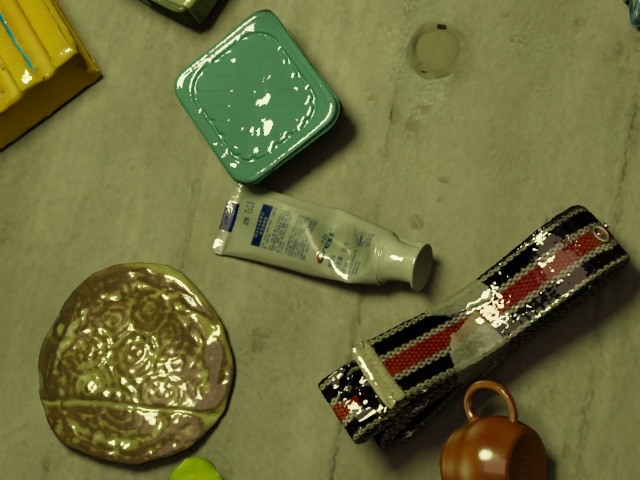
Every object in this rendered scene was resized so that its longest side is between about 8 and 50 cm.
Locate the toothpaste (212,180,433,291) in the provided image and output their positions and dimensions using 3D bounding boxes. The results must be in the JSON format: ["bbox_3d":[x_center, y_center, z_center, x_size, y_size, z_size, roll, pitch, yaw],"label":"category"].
[{"bbox_3d":[0.000,0.000,1.438,0.266,0.061,0.096,15,84,24],"label":"toothpaste"}]

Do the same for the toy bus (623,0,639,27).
[{"bbox_3d":[0.367,-0.322,1.397,0.051,0.061,0.153,-6,76,8],"label":"toy bus"}]

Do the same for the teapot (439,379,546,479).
[{"bbox_3d":[0.175,0.236,1.316,0.116,0.116,0.173,0,88,15],"label":"teapot"}]

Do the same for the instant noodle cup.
[{"bbox_3d":[-0.071,-0.165,1.476,0.157,0.070,0.179,-37,73,6],"label":"instant noodle cup"}]

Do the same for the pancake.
[{"bbox_3d":[-0.224,0.146,1.473,0.250,0.031,0.250,-3,79,14],"label":"pancake"}]

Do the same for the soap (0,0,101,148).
[{"bbox_3d":[-0.445,-0.292,1.586,0.204,0.096,0.324,-34,72,6],"label":"soap"}]

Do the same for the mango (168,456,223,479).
[{"bbox_3d":[-0.120,0.322,1.380,0.074,0.091,0.165,-29,72,-3],"label":"mango"}]

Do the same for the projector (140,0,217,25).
[{"bbox_3d":[-0.214,-0.407,1.552,0.269,0.088,0.193,33,87,18],"label":"projector"}]

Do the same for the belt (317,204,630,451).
[{"bbox_3d":[0.169,0.094,1.341,0.359,0.126,0.094,-35,63,0],"label":"belt"}]
